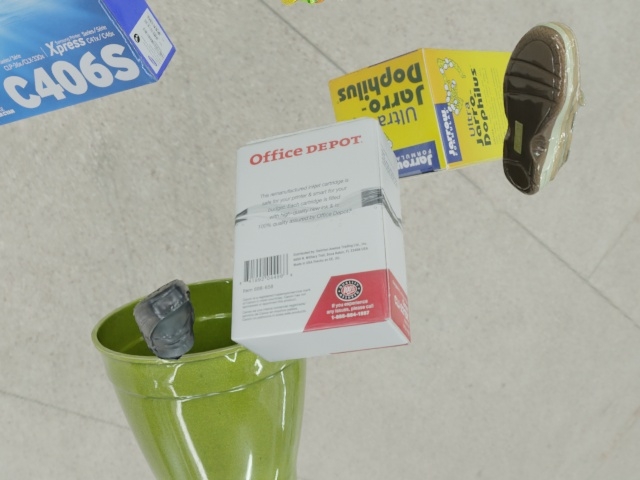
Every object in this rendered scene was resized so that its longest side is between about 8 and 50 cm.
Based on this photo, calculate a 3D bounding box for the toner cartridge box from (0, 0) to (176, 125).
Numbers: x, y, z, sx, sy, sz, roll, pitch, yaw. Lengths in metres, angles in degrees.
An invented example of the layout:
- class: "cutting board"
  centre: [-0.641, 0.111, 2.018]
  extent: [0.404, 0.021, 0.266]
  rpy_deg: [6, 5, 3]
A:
- class: "toner cartridge box"
  centre: [-0.381, -0.253, 0.957]
  extent: [0.348, 0.075, 0.165]
  rpy_deg: [-9, 133, 26]

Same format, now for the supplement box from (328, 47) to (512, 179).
- class: "supplement box"
  centre: [0.210, -0.218, 1.302]
  extent: [0.357, 0.194, 0.195]
  rpy_deg: [-17, 95, -51]

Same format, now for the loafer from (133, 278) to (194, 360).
- class: "loafer"
  centre: [-0.188, 0.106, 0.927]
  extent: [0.076, 0.078, 0.223]
  rpy_deg: [-33, 173, -21]

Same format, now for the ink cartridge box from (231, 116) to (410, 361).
- class: "ink cartridge box"
  centre: [0.000, 0.000, 0.933]
  extent: [0.197, 0.272, 0.114]
  rpy_deg: [-9, 154, 17]

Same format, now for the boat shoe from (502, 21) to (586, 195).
- class: "boat shoe"
  centre: [0.215, -0.129, 0.685]
  extent: [0.072, 0.068, 0.190]
  rpy_deg: [-30, 147, -16]

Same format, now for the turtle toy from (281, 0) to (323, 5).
- class: "turtle toy"
  centre: [-0.004, -0.350, 0.904]
  extent: [0.066, 0.095, 0.130]
  rpy_deg: [7, 79, -24]

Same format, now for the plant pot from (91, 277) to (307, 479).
- class: "plant pot"
  centre: [-0.177, 0.288, 1.281]
  extent: [0.367, 0.366, 0.352]
  rpy_deg: [-14, 107, -25]
